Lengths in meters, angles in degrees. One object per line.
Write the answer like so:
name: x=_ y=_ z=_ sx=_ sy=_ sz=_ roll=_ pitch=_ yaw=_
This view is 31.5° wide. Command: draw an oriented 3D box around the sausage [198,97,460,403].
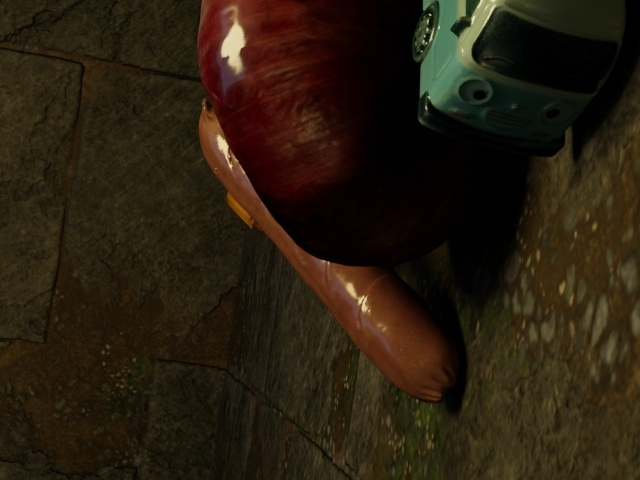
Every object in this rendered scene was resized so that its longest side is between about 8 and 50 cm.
sausage: x=-0.001 y=0.001 z=1.180 sx=0.433 sy=0.088 sz=0.088 roll=50 pitch=143 yaw=25

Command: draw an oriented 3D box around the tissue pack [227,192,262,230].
tissue pack: x=0.002 y=-0.080 z=1.423 sx=0.274 sy=0.194 sz=0.145 roll=-141 pitch=65 yaw=-76

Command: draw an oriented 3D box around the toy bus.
toy bus: x=0.160 y=-0.221 z=0.900 sx=0.165 sy=0.133 sz=0.271 roll=126 pitch=153 yaw=-57

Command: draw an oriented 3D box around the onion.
onion: x=0.056 y=-0.152 z=1.056 sx=0.285 sy=0.347 sz=0.347 roll=-24 pitch=46 yaw=25
